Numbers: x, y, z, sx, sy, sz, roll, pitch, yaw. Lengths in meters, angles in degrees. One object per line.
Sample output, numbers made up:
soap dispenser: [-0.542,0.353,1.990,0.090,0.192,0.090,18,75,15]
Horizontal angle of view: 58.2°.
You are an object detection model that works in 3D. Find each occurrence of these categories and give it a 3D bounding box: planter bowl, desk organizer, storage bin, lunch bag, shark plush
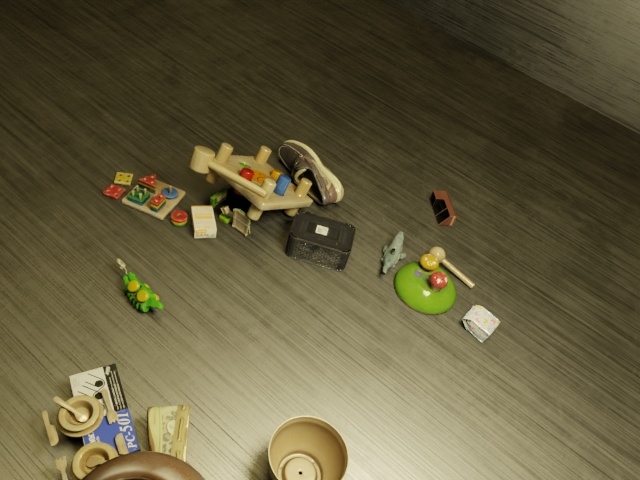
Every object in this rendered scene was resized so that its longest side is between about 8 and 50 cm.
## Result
planter bowl: [-0.034,0.455,1.163,0.162,0.109,0.162,9,44,-9]
desk organizer: [0.406,-0.108,1.907,0.050,0.047,0.130,3,45,-11]
storage bin: [0.000,0.000,1.647,0.180,0.084,0.122,17,44,-1]
lunch bag: [0.437,0.225,1.579,0.083,0.053,0.071,43,51,12]
shark plush: [0.201,0.040,1.680,0.073,0.067,0.161,34,46,16]

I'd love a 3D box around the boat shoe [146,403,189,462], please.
boat shoe: [-0.279,0.441,1.105,0.089,0.104,0.285,-6,47,-18]

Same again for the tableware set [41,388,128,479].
tableware set: [-0.447,0.376,1.100,0.128,0.039,0.194,-18,53,-26]

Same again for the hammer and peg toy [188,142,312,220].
hammer and peg toy: [-0.203,-0.163,1.636,0.266,0.127,0.361,40,24,21]

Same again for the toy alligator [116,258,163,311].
toy alligator: [-0.458,0.121,1.412,0.190,0.056,0.051,40,89,22]

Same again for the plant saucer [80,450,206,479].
plant saucer: [-0.316,0.518,0.963,0.311,0.050,0.310,-1,69,2]

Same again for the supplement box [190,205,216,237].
supplement box: [-0.333,-0.053,1.630,0.062,0.036,0.098,-1,47,-19]

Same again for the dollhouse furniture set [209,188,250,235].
dollhouse furniture set: [-0.246,-0.084,1.661,0.152,0.076,0.058,33,47,17]

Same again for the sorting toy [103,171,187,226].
sorting toy: [-0.489,-0.140,1.663,0.275,0.046,0.132,22,44,6]

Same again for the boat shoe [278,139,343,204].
boat shoe: [-0.047,-0.218,1.840,0.092,0.103,0.285,-25,63,-41]

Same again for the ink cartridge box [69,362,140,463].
ink cartridge box: [-0.443,0.360,1.178,0.097,0.046,0.207,-12,51,-25]

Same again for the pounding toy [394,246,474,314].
pounding toy: [0.329,0.095,1.634,0.237,0.110,0.183,-29,60,-36]
